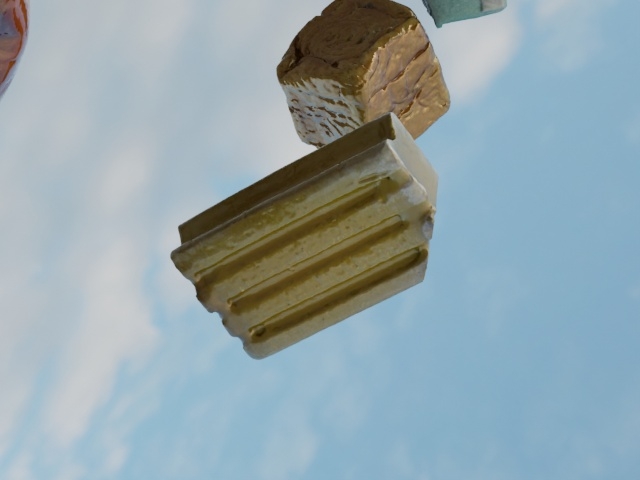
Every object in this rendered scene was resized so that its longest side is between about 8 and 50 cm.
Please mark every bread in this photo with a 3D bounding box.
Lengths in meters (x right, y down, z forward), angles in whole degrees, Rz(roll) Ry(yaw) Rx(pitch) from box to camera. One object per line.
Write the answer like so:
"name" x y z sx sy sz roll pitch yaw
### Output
"bread" 0.051 -0.187 1.817 0.149 0.143 0.158 -43 -143 -26

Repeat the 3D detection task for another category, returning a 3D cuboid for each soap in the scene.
"soap" 0.000 0.000 1.388 0.232 0.140 0.073 -27 -150 21

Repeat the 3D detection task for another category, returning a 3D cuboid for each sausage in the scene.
"sausage" -0.253 -0.146 1.121 0.179 0.089 0.089 126 -16 -55

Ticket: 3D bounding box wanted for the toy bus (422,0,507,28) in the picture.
"toy bus" 0.116 -0.337 1.489 0.109 0.262 0.091 -10 -151 -1
